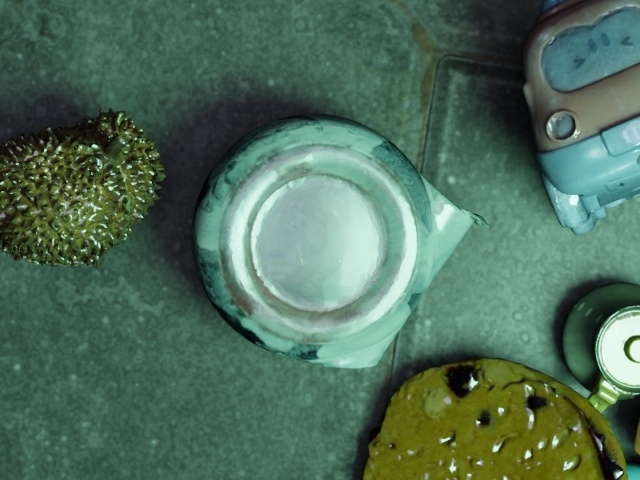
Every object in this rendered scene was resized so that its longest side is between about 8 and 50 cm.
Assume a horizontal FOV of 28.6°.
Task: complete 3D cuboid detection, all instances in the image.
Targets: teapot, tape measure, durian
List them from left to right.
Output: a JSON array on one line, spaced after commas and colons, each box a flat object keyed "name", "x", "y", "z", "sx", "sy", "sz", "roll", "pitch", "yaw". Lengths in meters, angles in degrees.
[{"name": "durian", "x": -0.251, "y": -0.060, "z": 1.282, "sx": 0.196, "sy": 0.196, "sz": 0.167, "roll": -42, "pitch": 101, "yaw": -1}, {"name": "tape measure", "x": 0.000, "y": 0.000, "z": 1.328, "sx": 0.275, "sy": 0.147, "sz": 0.256, "roll": 34, "pitch": 92, "yaw": -8}, {"name": "teapot", "x": 0.322, "y": 0.127, "z": 1.362, "sx": 0.130, "sy": 0.119, "sz": 0.166, "roll": 31, "pitch": 91, "yaw": -3}]

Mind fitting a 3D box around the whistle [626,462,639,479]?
[{"name": "whistle", "x": 0.373, "y": 0.308, "z": 1.390, "sx": 0.274, "sy": 0.093, "sz": 0.186, "roll": 25, "pitch": 88, "yaw": -7}]

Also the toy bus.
[{"name": "toy bus", "x": 0.300, "y": -0.147, "z": 1.272, "sx": 0.197, "sy": 0.294, "sz": 0.232, "roll": -22, "pitch": 82, "yaw": 15}]

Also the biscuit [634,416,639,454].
[{"name": "biscuit", "x": 0.390, "y": 0.202, "z": 1.355, "sx": 0.130, "sy": 0.019, "sz": 0.102, "roll": -10, "pitch": 102, "yaw": -30}]

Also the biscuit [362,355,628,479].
[{"name": "biscuit", "x": 0.187, "y": 0.264, "z": 1.347, "sx": 0.296, "sy": 0.075, "sz": 0.296, "roll": -2, "pitch": 85, "yaw": 24}]
